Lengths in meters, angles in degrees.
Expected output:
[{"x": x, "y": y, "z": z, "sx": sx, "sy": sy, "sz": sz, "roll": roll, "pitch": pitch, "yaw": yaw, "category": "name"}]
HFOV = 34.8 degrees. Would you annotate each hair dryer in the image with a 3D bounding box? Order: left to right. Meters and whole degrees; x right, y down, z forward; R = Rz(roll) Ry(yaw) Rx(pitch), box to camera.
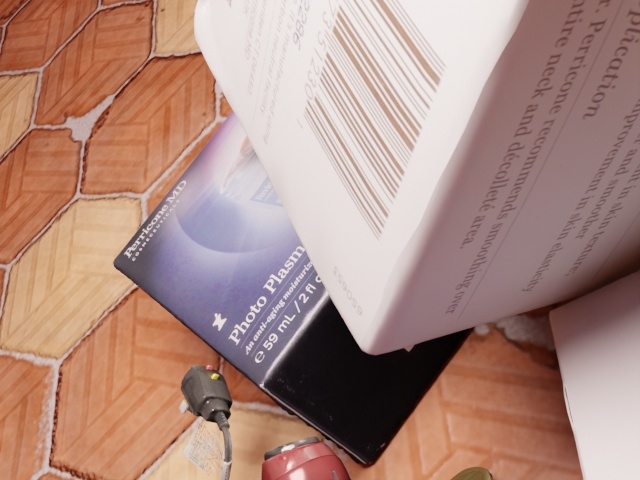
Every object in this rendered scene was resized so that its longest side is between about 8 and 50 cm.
[{"x": -0.039, "y": 0.262, "z": 0.895, "sx": 0.293, "sy": 0.080, "sz": 0.224, "roll": 36, "pitch": 124, "yaw": 43, "category": "hair dryer"}]

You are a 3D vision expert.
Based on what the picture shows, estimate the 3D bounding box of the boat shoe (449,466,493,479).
[{"x": 0.109, "y": 0.256, "z": 0.813, "sx": 0.056, "sy": 0.048, "sz": 0.153, "roll": -15, "pitch": 43, "yaw": 47, "category": "boat shoe"}]

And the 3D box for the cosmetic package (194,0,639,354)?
[{"x": 0.165, "y": -0.180, "z": 0.686, "sx": 0.393, "sy": 0.329, "sz": 0.327, "roll": -13, "pitch": 55, "yaw": -24, "category": "cosmetic package"}]

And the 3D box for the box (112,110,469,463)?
[{"x": 0.000, "y": 0.000, "z": 0.993, "sx": 0.296, "sy": 0.183, "sz": 0.294, "roll": -53, "pitch": 40, "yaw": -7, "category": "box"}]

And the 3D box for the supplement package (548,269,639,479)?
[{"x": 0.321, "y": 0.094, "z": 0.632, "sx": 0.293, "sy": 0.175, "sz": 0.177, "roll": -28, "pitch": 34, "yaw": 23, "category": "supplement package"}]
